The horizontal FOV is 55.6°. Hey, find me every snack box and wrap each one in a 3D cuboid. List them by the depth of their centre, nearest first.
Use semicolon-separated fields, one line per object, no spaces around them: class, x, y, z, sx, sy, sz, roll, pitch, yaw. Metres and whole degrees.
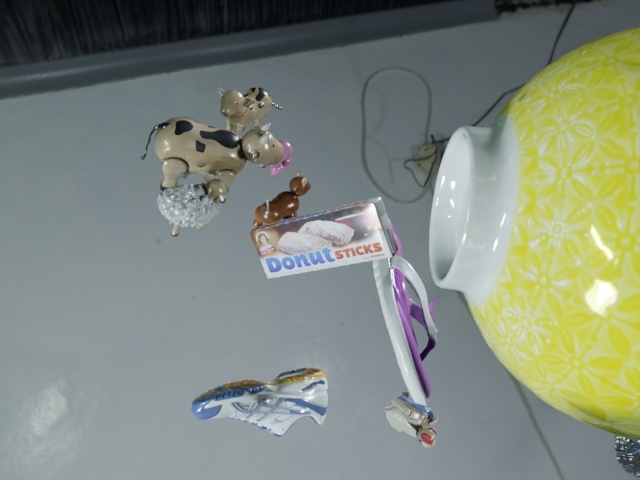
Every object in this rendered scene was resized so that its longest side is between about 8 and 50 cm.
snack box;0.000;0.000;0.692;0.022;0.178;0.064;-37;110;-51

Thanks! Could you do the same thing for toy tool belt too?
toy tool belt;0.132;0.238;0.827;0.083;0.052;0.051;20;49;42

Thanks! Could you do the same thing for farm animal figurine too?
farm animal figurine;-0.164;-0.177;1.142;0.326;0.172;0.330;-4;54;-29

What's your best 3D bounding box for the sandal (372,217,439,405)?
sandal;0.172;0.106;1.164;0.102;0.169;0.416;-18;50;12

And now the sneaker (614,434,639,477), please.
sneaker;0.586;0.347;1.140;0.087;0.083;0.221;-30;95;-47

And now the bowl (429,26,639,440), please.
bowl;0.166;-0.014;0.433;0.156;0.289;0.290;7;61;-1

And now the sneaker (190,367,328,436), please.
sneaker;-0.121;0.360;1.285;0.296;0.112;0.131;-6;91;-15
